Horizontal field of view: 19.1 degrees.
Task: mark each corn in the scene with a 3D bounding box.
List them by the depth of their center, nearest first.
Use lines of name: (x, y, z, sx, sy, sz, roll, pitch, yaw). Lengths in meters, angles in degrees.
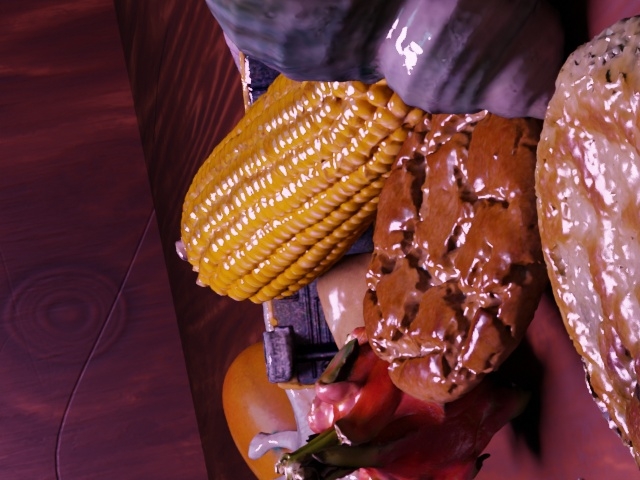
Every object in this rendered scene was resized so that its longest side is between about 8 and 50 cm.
corn: (-0.002, -0.062, 1.498, 0.387, 0.144, 0.144, -42, 56, 54)

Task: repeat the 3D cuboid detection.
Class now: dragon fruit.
dragon fruit: (0.055, 0.118, 1.362, 0.135, 0.236, 0.137, 38, 117, 24)

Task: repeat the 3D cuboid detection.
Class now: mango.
mango: (-0.028, 0.207, 2.054, 0.151, 0.120, 0.221, 101, 147, -52)

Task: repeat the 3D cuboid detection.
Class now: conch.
conch: (0.042, -0.166, 1.153, 0.277, 0.195, 0.220, 42, 161, -7)

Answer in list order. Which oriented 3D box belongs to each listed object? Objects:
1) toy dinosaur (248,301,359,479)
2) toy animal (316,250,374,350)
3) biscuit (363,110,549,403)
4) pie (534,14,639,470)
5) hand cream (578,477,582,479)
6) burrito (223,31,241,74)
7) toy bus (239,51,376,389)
toy dinosaur: (-0.014, 0.212, 1.906, 0.205, 0.092, 0.392, -6, 85, 37)
toy animal: (0.052, 0.092, 1.600, 0.103, 0.101, 0.218, 106, 152, -65)
biscuit: (0.089, -0.005, 1.253, 0.226, 0.042, 0.226, -39, 44, 50)
pie: (0.184, 0.027, 0.974, 0.302, 0.067, 0.302, 168, 90, -79)
hand cream: (0.189, 0.329, 1.303, 0.109, 0.067, 0.320, -122, 32, -65)
burrito: (-0.049, -0.235, 1.855, 0.229, 0.089, 0.144, 94, 165, -45)
toy bus: (-0.006, -0.031, 1.739, 0.123, 0.121, 0.335, -104, 8, -67)
